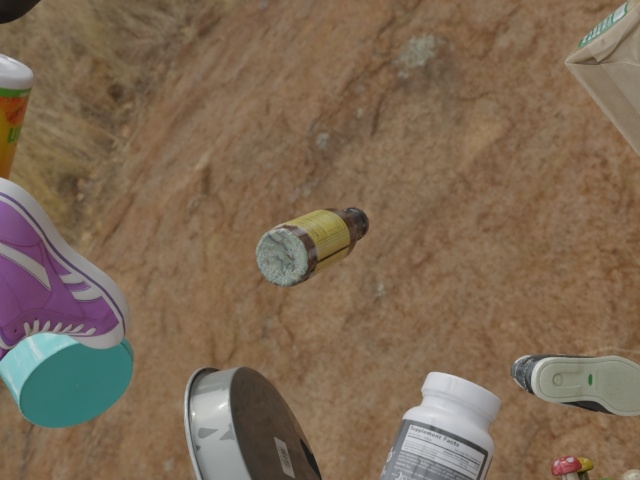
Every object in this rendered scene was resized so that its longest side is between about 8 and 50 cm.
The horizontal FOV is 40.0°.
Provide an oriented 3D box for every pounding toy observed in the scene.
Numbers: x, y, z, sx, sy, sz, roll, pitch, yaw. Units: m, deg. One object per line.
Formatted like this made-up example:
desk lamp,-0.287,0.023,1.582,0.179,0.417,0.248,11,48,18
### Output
pounding toy,0.460,0.408,1.479,0.183,0.237,0.110,105,151,-75

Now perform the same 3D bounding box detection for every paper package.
paper package,0.593,-0.268,1.445,0.168,0.309,0.325,-41,-1,40

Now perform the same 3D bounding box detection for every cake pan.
cake pan,-0.069,0.283,1.098,0.054,0.293,0.293,-27,40,11

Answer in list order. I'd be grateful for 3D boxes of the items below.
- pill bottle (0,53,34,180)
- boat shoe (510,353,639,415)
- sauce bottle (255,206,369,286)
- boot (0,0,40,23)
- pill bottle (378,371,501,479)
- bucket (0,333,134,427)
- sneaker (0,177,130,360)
pill bottle,-0.503,-0.142,1.247,0.136,0.136,0.245,51,124,56
boat shoe,0.385,0.204,1.273,0.079,0.233,0.084,173,108,-67
sauce bottle,0.000,0.000,1.629,0.111,0.111,0.344,-39,-7,24
boot,-0.170,-0.276,0.650,0.305,0.112,0.115,-17,50,28
pill bottle,0.247,0.482,1.868,0.210,0.210,0.363,0,61,52
bucket,-0.533,0.240,1.825,0.281,0.281,0.183,-50,51,10
sneaker,-0.309,0.079,0.928,0.102,0.282,0.161,-6,54,21
